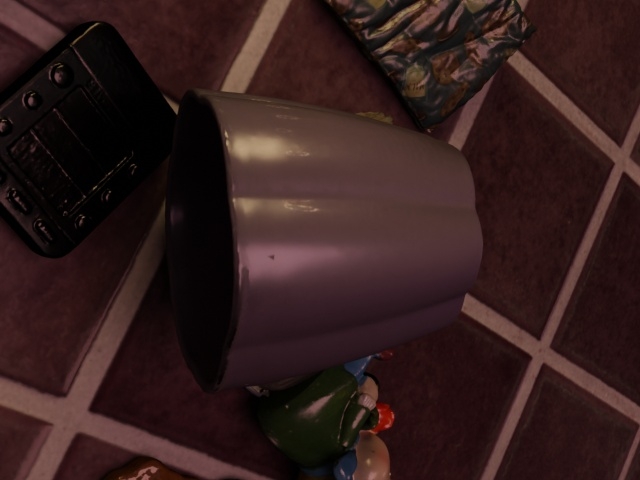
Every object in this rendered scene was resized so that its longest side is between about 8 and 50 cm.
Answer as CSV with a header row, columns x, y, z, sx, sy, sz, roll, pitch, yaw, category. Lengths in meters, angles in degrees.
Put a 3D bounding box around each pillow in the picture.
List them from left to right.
x,y,z,sx,sy,sz,roll,pitch,yaw,category
0.124,-0.264,1.063,0.189,0.034,0.255,-45,123,-1,pillow

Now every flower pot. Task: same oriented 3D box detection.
x,y,z,sx,sy,sz,roll,pitch,yaw,category
0.000,0.000,0.848,0.243,0.265,0.264,1,98,-21,flower pot

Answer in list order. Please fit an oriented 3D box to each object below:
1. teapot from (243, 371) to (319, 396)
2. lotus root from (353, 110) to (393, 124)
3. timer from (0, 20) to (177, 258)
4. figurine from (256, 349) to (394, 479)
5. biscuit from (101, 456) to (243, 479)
x,y,z,sx,sy,sz,roll,pitch,yaw,category
-0.062,0.100,0.977,0.108,0.111,0.149,-43,130,-1,teapot
0.023,-0.086,1.005,0.122,0.112,0.081,-15,121,-1,lotus root
-0.227,-0.092,0.854,0.187,0.055,0.144,-49,125,-25,timer
0.036,0.229,1.073,0.185,0.127,0.234,-45,111,-31,figurine
-0.124,0.341,1.012,0.295,0.044,0.185,22,87,-37,biscuit
